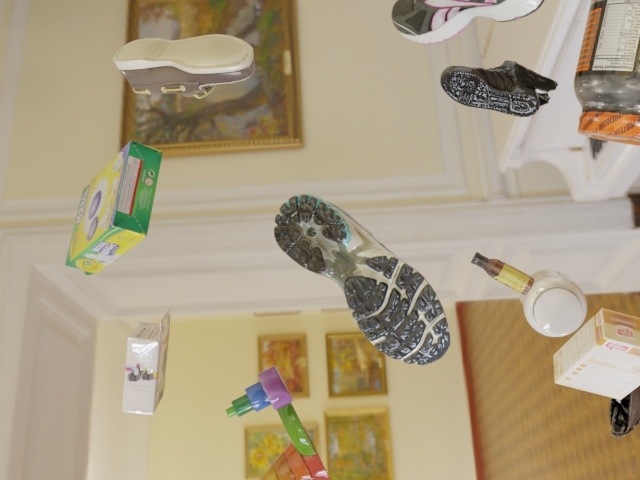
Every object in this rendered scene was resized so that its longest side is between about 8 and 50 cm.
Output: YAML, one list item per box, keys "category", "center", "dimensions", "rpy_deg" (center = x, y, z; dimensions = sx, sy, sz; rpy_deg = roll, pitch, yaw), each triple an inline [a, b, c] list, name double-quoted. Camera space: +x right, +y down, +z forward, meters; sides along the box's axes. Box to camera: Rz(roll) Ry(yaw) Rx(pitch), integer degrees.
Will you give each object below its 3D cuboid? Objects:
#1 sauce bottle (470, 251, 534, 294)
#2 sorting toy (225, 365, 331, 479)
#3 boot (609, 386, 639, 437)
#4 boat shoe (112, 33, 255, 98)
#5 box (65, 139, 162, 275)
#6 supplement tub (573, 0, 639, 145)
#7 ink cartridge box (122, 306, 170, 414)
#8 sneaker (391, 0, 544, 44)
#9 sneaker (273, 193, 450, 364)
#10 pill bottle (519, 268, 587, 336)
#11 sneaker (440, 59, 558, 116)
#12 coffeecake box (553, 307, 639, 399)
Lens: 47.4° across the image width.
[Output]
- category: "sauce bottle"
  center: [0.365, 0.063, 1.467]
  dimensions: [0.042, 0.128, 0.042]
  rpy_deg: [-56, -13, -20]
- category: "sorting toy"
  center: [-0.082, 0.355, 1.283]
  dimensions: [0.127, 0.126, 0.366]
  rpy_deg: [57, 170, 41]
- category: "boot"
  center: [0.709, 0.381, 1.629]
  dimensions: [0.091, 0.229, 0.263]
  rpy_deg: [11, 113, 46]
- category: "boat shoe"
  center: [-0.262, -0.338, 1.450]
  dimensions: [0.117, 0.324, 0.097]
  rpy_deg: [-62, -33, -37]
- category: "box"
  center: [-0.238, -0.030, 0.820]
  dimensions: [0.179, 0.043, 0.105]
  rpy_deg: [-29, 49, 51]
- category: "supplement tub"
  center: [0.513, -0.319, 1.118]
  dimensions: [0.207, 0.207, 0.338]
  rpy_deg: [-83, 3, -82]
- category: "ink cartridge box"
  center: [-0.325, 0.220, 1.371]
  dimensions: [0.104, 0.061, 0.181]
  rpy_deg: [-100, 17, -81]
- category: "sneaker"
  center: [0.126, -0.245, 0.687]
  dimensions: [0.178, 0.077, 0.072]
  rpy_deg: [-2, 60, 53]
- category: "sneaker"
  center: [0.071, 0.040, 0.972]
  dimensions: [0.283, 0.110, 0.122]
  rpy_deg: [47, -164, 9]
- category: "pill bottle"
  center: [0.531, 0.145, 1.665]
  dimensions: [0.245, 0.136, 0.136]
  rpy_deg: [-17, -76, -77]
- category: "sneaker"
  center: [0.250, -0.220, 1.022]
  dimensions: [0.089, 0.170, 0.051]
  rpy_deg: [-75, 3, -47]
- category: "coffeecake box"
  center: [0.547, 0.216, 1.369]
  dimensions: [0.185, 0.142, 0.068]
  rpy_deg: [112, 171, -51]
